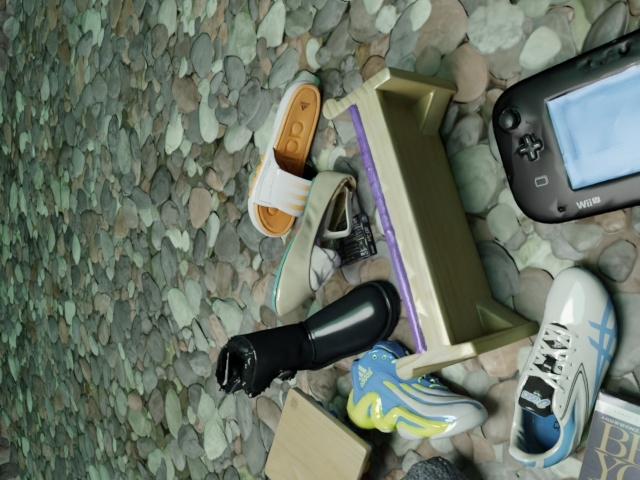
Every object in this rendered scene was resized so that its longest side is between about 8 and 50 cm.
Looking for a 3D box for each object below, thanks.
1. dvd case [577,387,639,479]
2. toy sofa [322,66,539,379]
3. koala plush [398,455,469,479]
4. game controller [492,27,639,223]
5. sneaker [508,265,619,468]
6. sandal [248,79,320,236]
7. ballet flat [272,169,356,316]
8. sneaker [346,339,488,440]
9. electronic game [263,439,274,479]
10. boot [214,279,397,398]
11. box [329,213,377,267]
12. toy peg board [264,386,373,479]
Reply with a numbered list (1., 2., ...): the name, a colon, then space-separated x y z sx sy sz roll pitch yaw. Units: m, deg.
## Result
1. dvd case: 0.351 0.285 0.616 0.164 0.018 0.222 16 105 36
2. toy sofa: 0.116 -0.017 0.763 0.177 0.150 0.363 -25 75 44
3. koala plush: 0.172 0.404 0.719 0.221 0.196 0.204 29 104 46
4. game controller: 0.325 -0.122 0.590 0.319 0.067 0.167 -17 81 47
5. sneaker: 0.266 0.146 0.664 0.085 0.086 0.238 19 106 46
6. sandal: -0.043 -0.121 0.960 0.076 0.101 0.266 32 114 44
7. ballet flat: 0.000 0.000 0.883 0.086 0.086 0.249 -13 52 47
8. sneaker: 0.116 0.202 0.826 0.240 0.091 0.126 -16 81 47
9. electronic game: -0.015 0.430 1.017 0.229 0.048 0.230 -2 86 41
10. boot: -0.026 0.152 0.888 0.246 0.207 0.094 -41 66 41
11. box: 0.046 0.002 0.935 0.083 0.018 0.067 -26 75 45
12. toy peg board: 0.011 0.328 0.909 0.161 0.079 0.161 29 110 37
